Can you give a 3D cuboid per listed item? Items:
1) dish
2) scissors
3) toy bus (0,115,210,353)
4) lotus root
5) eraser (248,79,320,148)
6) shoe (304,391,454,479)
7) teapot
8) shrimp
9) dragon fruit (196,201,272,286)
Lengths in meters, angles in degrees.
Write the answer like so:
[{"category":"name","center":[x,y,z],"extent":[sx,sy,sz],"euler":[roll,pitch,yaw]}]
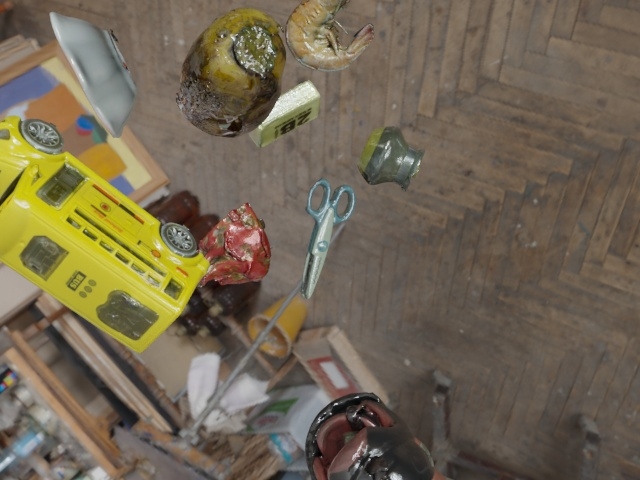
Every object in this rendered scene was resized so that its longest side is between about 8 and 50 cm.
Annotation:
[{"category":"dish","center":[-0.353,-0.280,1.145],"extent":[0.229,0.081,0.229],"euler":[62,173,14]},{"category":"scissors","center":[0.000,0.000,1.654],"extent":[0.041,0.138,0.289],"euler":[23,99,51]},{"category":"toy bus","center":[-0.321,-0.004,0.918],"extent":[0.330,0.152,0.144],"euler":[38,120,-15]},{"category":"lotus root","center":[-0.159,-0.291,1.262],"extent":[0.179,0.196,0.397],"euler":[28,168,-15]},{"category":"eraser","center":[-0.086,-0.293,1.637],"extent":[0.058,0.172,0.117],"euler":[56,167,11]},{"category":"shoe","center":[0.044,0.222,0.691],"extent":[0.137,0.114,0.291],"euler":[43,172,2]},{"category":"teapot","center":[0.149,-0.172,1.452],"extent":[0.119,0.165,0.130],"euler":[26,114,2]},{"category":"shrimp","center":[0.045,-0.410,1.265],"extent":[0.143,0.052,0.251],"euler":[44,121,-12]},{"category":"dragon fruit","center":[-0.240,0.059,1.807],"extent":[0.134,0.212,0.262],"euler":[54,154,27]}]
